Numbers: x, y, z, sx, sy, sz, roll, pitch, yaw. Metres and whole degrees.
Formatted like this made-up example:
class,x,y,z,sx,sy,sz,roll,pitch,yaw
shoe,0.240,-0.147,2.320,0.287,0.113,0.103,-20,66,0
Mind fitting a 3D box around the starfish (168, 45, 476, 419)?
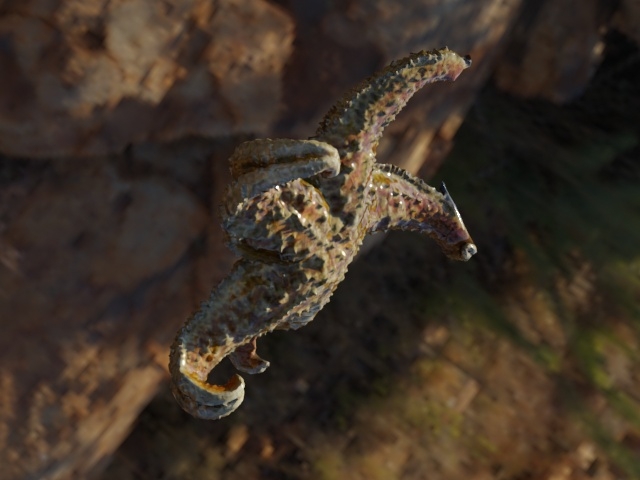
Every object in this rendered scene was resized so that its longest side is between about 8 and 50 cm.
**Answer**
class,x,y,z,sx,sy,sz,roll,pitch,yaw
starfish,0.003,0.003,1.337,0.303,0.113,0.312,-20,144,-48
